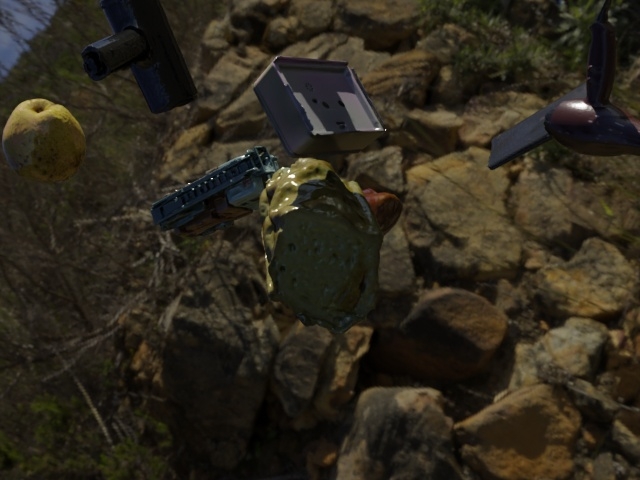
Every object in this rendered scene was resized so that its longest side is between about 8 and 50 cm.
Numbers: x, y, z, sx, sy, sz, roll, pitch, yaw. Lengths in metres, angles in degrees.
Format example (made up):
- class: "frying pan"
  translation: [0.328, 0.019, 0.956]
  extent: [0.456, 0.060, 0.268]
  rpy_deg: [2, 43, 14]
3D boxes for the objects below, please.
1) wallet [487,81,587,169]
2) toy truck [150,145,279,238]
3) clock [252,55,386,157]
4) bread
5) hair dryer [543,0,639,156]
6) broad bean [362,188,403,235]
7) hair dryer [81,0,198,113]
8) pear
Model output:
- class: "wallet"
  translation: [0.579, -0.293, 1.740]
  extent: [0.321, 0.044, 0.170]
  rpy_deg: [-31, 24, 34]
- class: "toy truck"
  translation: [-0.238, -0.117, 1.635]
  extent: [0.184, 0.338, 0.133]
  rpy_deg: [0, -110, -65]
- class: "clock"
  translation: [0.001, -0.214, 1.080]
  extent: [0.071, 0.147, 0.192]
  rpy_deg: [-37, -14, 38]
- class: "bread"
  translation: [-0.005, -0.003, 1.131]
  extent: [0.252, 0.196, 0.238]
  rpy_deg: [-101, 11, -70]
- class: "hair dryer"
  translation: [0.632, -0.334, 1.416]
  extent: [0.123, 0.312, 0.340]
  rpy_deg: [-26, -57, -36]
- class: "broad bean"
  translation: [0.103, -0.058, 1.548]
  extent: [0.156, 0.122, 0.228]
  rpy_deg: [-47, -9, 32]
- class: "hair dryer"
  translation: [-0.283, -0.273, 0.994]
  extent: [0.251, 0.089, 0.197]
  rpy_deg: [-67, -41, -65]
- class: "pear"
  translation: [-0.582, -0.211, 1.420]
  extent: [0.178, 0.178, 0.178]
  rpy_deg: [-158, 90, -86]
